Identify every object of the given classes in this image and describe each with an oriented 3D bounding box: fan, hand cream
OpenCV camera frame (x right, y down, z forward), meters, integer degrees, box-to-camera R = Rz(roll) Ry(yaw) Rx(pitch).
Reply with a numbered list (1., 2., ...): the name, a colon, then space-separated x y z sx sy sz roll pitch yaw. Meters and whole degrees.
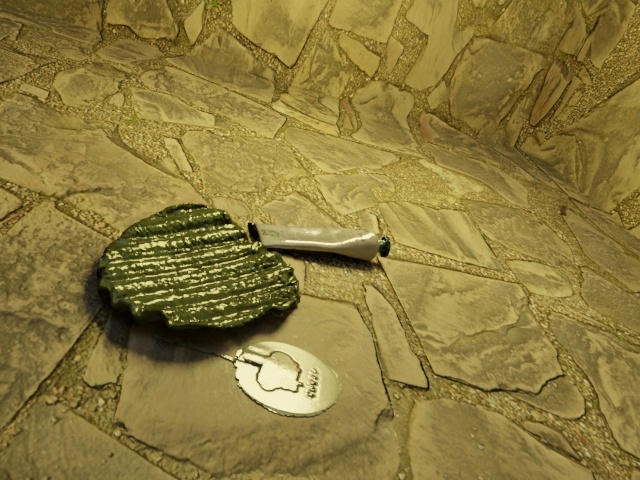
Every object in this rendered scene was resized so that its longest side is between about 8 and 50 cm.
1. fan: -0.120 0.202 1.089 0.329 0.009 0.191 19 25 -3
2. hand cream: 0.000 0.000 1.542 0.336 0.076 0.121 5 23 -15

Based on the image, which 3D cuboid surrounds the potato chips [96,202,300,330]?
1. potato chips: -0.230 0.052 1.249 0.358 0.070 0.429 37 30 28
